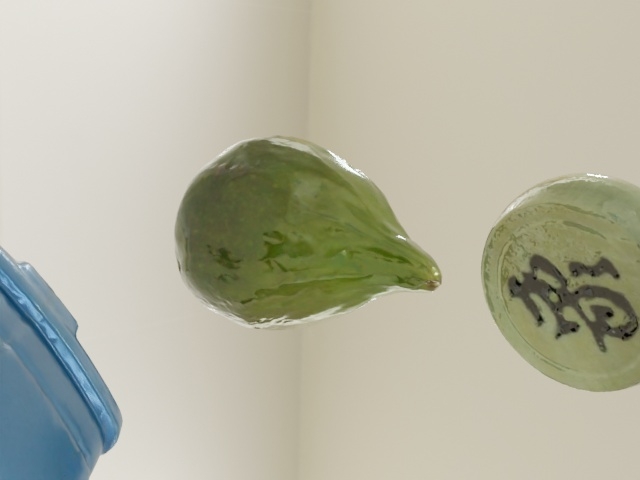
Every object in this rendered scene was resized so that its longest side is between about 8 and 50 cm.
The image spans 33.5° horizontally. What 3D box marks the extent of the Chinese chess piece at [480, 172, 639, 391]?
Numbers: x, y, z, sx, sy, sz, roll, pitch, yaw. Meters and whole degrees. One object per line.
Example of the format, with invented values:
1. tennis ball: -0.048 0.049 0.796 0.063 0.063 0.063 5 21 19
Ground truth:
1. Chinese chess piece: 0.171 0.028 0.682 0.144 0.058 0.144 23 -53 34

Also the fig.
1. fig: 0.000 0.000 1.028 0.275 0.206 0.206 9 -79 41

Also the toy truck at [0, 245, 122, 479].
1. toy truck: -0.265 0.143 0.416 0.385 0.162 0.161 -34 -78 7
